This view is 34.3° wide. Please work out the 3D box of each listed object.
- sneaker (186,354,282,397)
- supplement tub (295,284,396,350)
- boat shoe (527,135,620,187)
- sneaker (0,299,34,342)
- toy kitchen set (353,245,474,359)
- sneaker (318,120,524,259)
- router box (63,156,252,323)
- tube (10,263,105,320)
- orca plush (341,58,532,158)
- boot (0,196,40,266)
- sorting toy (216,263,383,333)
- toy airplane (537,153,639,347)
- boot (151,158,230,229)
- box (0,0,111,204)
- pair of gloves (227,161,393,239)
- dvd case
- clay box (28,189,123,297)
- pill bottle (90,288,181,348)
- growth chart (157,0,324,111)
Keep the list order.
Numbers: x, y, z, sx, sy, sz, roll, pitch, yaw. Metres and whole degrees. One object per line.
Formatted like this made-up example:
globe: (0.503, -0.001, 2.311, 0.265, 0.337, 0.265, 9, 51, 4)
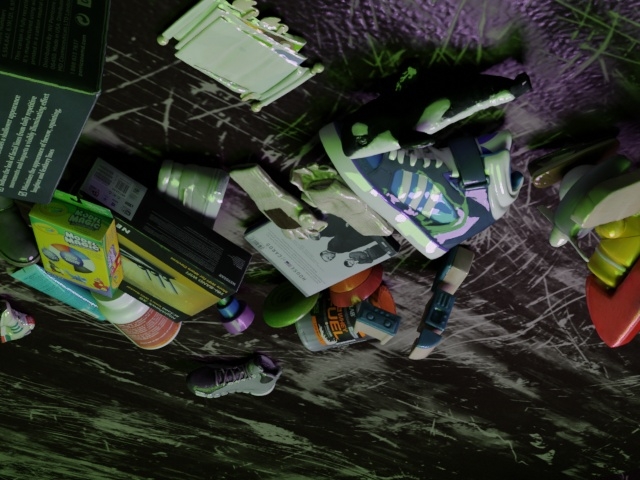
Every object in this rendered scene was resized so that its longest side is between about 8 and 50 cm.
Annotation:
sneaker: (-0.197, 0.310, 2.457, 0.228, 0.086, 0.132, 2, 148, -28)
supplement tub: (0.053, 0.155, 2.134, 0.190, 0.117, 0.117, -16, 148, 23)
boat shoe: (0.409, -0.139, 1.680, 0.152, 0.049, 0.056, -23, 148, 2)
sneaker: (-0.648, 0.165, 2.199, 0.075, 0.057, 0.161, -10, 154, -20)
toy kitchen set: (0.177, 0.099, 1.990, 0.166, 0.207, 0.122, 24, 149, 0)
sneaker: (0.179, -0.133, 1.642, 0.236, 0.130, 0.323, -39, 120, 16)
router box: (-0.306, 0.009, 1.761, 0.308, 0.081, 0.243, 33, 149, -18)
tube: (-0.514, 0.100, 2.085, 0.080, 0.052, 0.207, -29, 136, 33)
orca plush: (0.154, -0.210, 1.490, 0.287, 0.151, 0.102, -12, 119, 24)
boot: (-0.511, -0.073, 1.656, 0.076, 0.190, 0.208, -33, 166, -30)
sorting toy: (-0.064, 0.079, 2.030, 0.365, 0.127, 0.126, -18, 124, 25)
toy airplane: (0.496, -0.071, 1.585, 0.272, 0.384, 0.386, 23, 157, 35)
boot: (-0.238, -0.057, 1.782, 0.123, 0.095, 0.258, 17, 146, -6)
box: (-0.494, -0.233, 1.299, 0.395, 0.212, 0.293, 11, 149, -23)
pair of gloves: (-0.019, -0.059, 1.715, 0.240, 0.042, 0.204, 2, 150, 38)
dvd case: (0.000, 0.000, 1.864, 0.238, 0.030, 0.179, -27, 117, 40)
clay box: (-0.393, 0.003, 1.671, 0.127, 0.053, 0.222, 19, 151, 6)
pill bottle: (-0.368, 0.124, 2.054, 0.121, 0.121, 0.216, -8, 151, 13)
growth chart: (-0.106, -0.266, 1.455, 0.172, 0.021, 0.237, -22, 145, 33)
